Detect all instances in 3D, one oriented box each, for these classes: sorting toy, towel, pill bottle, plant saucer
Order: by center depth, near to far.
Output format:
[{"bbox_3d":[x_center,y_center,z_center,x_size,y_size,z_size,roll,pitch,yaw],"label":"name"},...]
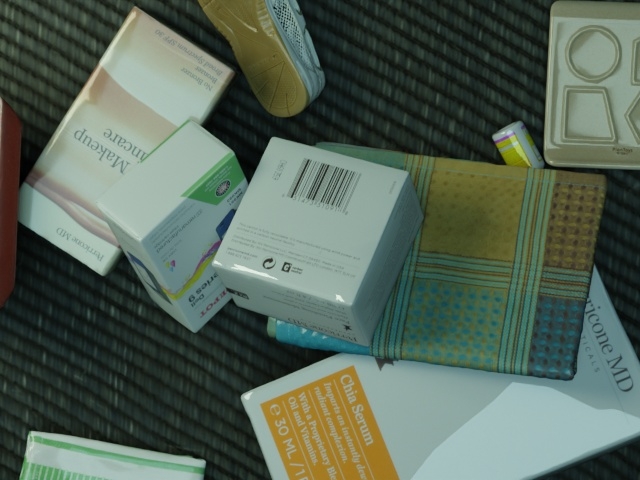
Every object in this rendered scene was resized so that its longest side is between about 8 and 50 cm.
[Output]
[{"bbox_3d":[0.138,0.021,1.755,0.370,0.040,0.271,7,66,17],"label":"towel"},{"bbox_3d":[-0.435,-0.053,1.791,0.047,0.259,0.258,-2,98,-41],"label":"plant saucer"},{"bbox_3d":[0.377,-0.192,1.841,0.193,0.038,0.208,2,92,0],"label":"sorting toy"},{"bbox_3d":[0.252,-0.105,1.845,0.043,0.043,0.083,-28,95,4],"label":"pill bottle"},{"bbox_3d":[-0.283,0.417,1.860,0.248,0.038,0.325,10,77,-7],"label":"towel"}]

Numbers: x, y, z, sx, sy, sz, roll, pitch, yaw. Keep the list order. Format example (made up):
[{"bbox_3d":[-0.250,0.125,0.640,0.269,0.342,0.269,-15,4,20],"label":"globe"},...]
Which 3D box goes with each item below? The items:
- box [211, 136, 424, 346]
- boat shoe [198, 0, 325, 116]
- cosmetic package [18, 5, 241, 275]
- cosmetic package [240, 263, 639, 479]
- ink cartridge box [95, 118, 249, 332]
[{"bbox_3d":[0.000,0.000,1.708,0.181,0.119,0.182,16,68,21],"label":"box"},{"bbox_3d":[-0.076,-0.290,1.809,0.098,0.096,0.277,-14,106,35],"label":"boat shoe"},{"bbox_3d":[-0.238,-0.123,1.807,0.153,0.129,0.296,32,96,-3],"label":"cosmetic package"},{"bbox_3d":[0.159,0.211,1.793,0.453,0.161,0.230,-24,77,3],"label":"cosmetic package"},{"bbox_3d":[-0.153,-0.014,1.758,0.154,0.212,0.093,-43,58,-16],"label":"ink cartridge box"}]
